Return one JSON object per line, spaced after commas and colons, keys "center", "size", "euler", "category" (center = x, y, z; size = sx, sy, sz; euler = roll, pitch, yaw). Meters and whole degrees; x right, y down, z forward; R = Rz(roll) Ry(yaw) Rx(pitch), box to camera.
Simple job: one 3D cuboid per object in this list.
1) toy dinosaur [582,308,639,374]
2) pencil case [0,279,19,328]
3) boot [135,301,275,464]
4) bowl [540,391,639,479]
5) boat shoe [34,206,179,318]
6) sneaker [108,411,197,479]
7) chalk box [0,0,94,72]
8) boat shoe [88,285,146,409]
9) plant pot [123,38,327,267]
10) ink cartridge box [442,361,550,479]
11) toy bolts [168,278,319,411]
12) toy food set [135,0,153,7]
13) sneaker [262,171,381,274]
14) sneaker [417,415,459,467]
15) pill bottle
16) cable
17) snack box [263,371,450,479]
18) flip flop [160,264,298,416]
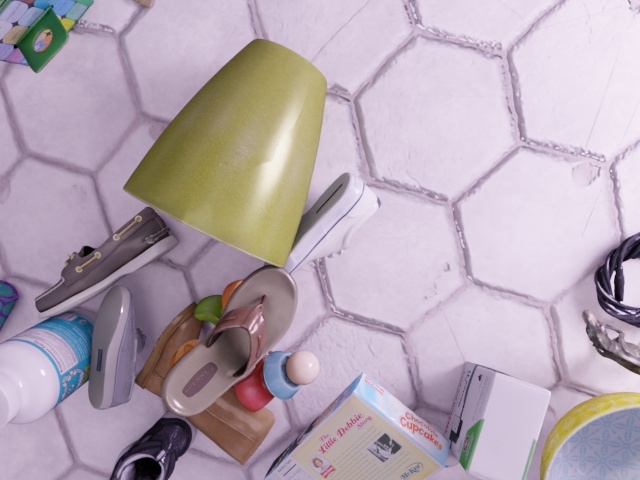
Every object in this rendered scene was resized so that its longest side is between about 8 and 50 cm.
{"center": [0.519, 0.190, 0.828], "size": [0.268, 0.118, 0.064], "euler": [29, 105, 1], "category": "toy dinosaur"}
{"center": [-0.677, 0.152, 1.039], "size": [0.070, 0.064, 0.152], "euler": [31, 106, -24], "category": "pencil case"}
{"center": [-0.197, 0.274, 0.982], "size": [0.269, 0.089, 0.236], "euler": [36, 118, 1], "category": "boot"}
{"center": [0.502, 0.365, 0.849], "size": [0.289, 0.156, 0.290], "euler": [2, 102, 9], "category": "bowl"}
{"center": [-0.413, 0.046, 0.956], "size": [0.304, 0.109, 0.091], "euler": [-30, 95, 8], "category": "boat shoe"}
{"center": [-0.363, 0.460, 1.009], "size": [0.101, 0.153, 0.269], "euler": [42, 105, -1], "category": "sneaker"}
{"center": [-0.522, -0.413, 0.839], "size": [0.180, 0.179, 0.289], "euler": [-38, 95, 14], "category": "chalk box"}
{"center": [-0.376, 0.199, 0.962], "size": [0.079, 0.081, 0.228], "euler": [6, 87, 37], "category": "boat shoe"}
{"center": [-0.115, -0.149, 0.807], "size": [0.274, 0.275, 0.294], "euler": [26, 88, 3], "category": "plant pot"}
{"center": [0.274, 0.287, 0.826], "size": [0.086, 0.208, 0.153], "euler": [19, 83, 7], "category": "ink cartridge box"}
{"center": [-0.115, 0.198, 0.880], "size": [0.158, 0.218, 0.229], "euler": [-28, 109, 32], "category": "toy bolts"}
{"center": [-0.313, -0.509, 0.854], "size": [0.132, 0.038, 0.192], "euler": [24, 104, 4], "category": "toy food set"}
{"center": [0.000, 0.000, 0.887], "size": [0.091, 0.094, 0.258], "euler": [34, 119, -26], "category": "sneaker"}
{"center": [0.133, 0.390, 0.959], "size": [0.239, 0.091, 0.126], "euler": [16, 116, 13], "category": "sneaker"}
{"center": [-0.506, 0.230, 0.926], "size": [0.146, 0.264, 0.147], "euler": [2, 102, 9], "category": "pill bottle"}
{"center": [0.545, 0.054, 0.839], "size": [0.150, 0.047, 0.185], "euler": [31, 107, 7], "category": "cable"}
{"center": [0.051, 0.393, 0.903], "size": [0.187, 0.060, 0.322], "euler": [39, 121, 3], "category": "snack box"}
{"center": [-0.134, 0.158, 0.793], "size": [0.112, 0.080, 0.277], "euler": [46, 75, -7], "category": "flip flop"}
